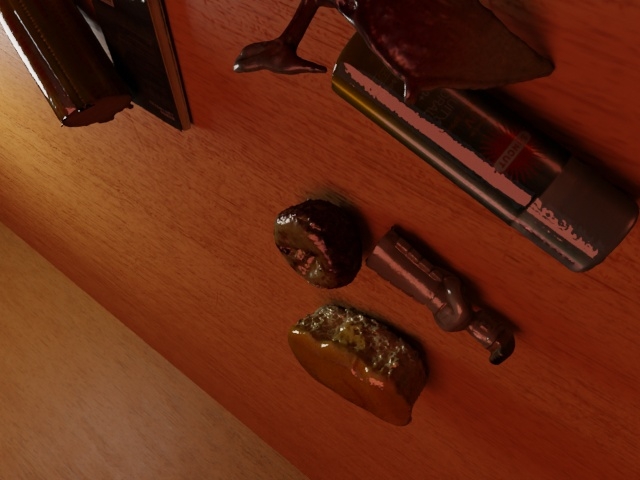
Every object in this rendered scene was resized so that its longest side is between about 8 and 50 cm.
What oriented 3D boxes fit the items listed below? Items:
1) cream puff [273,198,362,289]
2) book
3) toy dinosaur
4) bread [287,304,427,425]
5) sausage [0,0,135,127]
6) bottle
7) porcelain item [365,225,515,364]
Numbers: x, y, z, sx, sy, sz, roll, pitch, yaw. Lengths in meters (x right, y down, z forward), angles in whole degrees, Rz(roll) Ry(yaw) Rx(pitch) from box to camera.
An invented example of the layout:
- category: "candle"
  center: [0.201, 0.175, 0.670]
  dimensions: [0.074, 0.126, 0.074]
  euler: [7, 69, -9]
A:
- category: "cream puff"
  center: [0.000, 0.000, 0.793]
  dimensions: [0.149, 0.084, 0.149]
  euler: [35, 148, 25]
- category: "book"
  center: [-0.274, -0.284, 0.835]
  dimensions: [0.160, 0.024, 0.228]
  euler: [33, 149, 24]
- category: "toy dinosaur"
  center: [0.029, -0.218, 0.456]
  dimensions: [0.327, 0.113, 0.207]
  euler: [9, 101, 18]
- category: "bread"
  center: [0.061, 0.208, 0.946]
  dimensions: [0.245, 0.121, 0.174]
  euler: [19, 141, 34]
- category: "sausage"
  center: [-0.429, -0.328, 0.861]
  dimensions: [0.117, 0.125, 0.317]
  euler: [-28, 99, 24]
- category: "bottle"
  center: [0.141, -0.087, 0.502]
  dimensions: [0.286, 0.082, 0.082]
  euler: [39, 151, 9]
- category: "porcelain item"
  center: [0.157, 0.072, 0.714]
  dimensions: [0.213, 0.054, 0.084]
  euler: [38, 153, 13]
